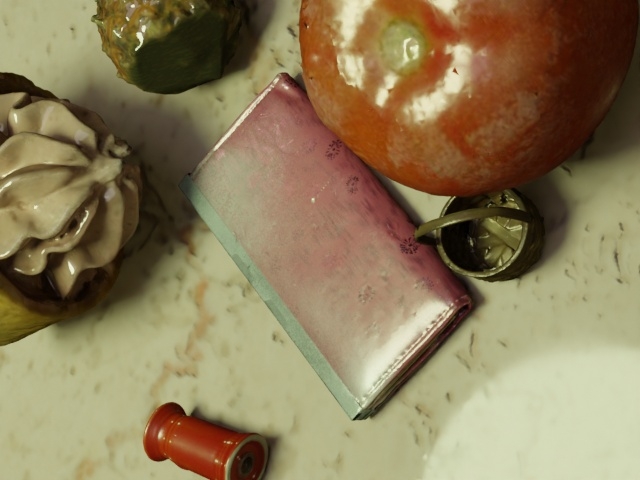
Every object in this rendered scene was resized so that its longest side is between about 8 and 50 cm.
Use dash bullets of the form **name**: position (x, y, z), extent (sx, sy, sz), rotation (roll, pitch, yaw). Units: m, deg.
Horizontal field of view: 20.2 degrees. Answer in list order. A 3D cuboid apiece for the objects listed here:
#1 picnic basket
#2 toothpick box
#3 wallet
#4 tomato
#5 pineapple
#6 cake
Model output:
- **picnic basket**: position (0.100, -0.009, 1.143), extent (0.072, 0.083, 0.072), rotation (-5, 81, 33)
- **toothpick box**: position (-0.082, 0.145, 1.260), extent (0.083, 0.047, 0.047), rotation (18, 93, 34)
- **wallet**: position (0.000, 0.000, 1.241), extent (0.119, 0.025, 0.232), rotation (-48, 61, 19)
- **tomato**: position (0.093, -0.133, 1.106), extent (0.208, 0.184, 0.208), rotation (11, 110, 31)
- **pineapple**: position (-0.130, -0.200, 1.314), extent (0.108, 0.108, 0.198), rotation (-38, 56, 22)
- **cake**: position (-0.205, -0.036, 1.289), extent (0.178, 0.208, 0.185), rotation (-25, 100, 21)
